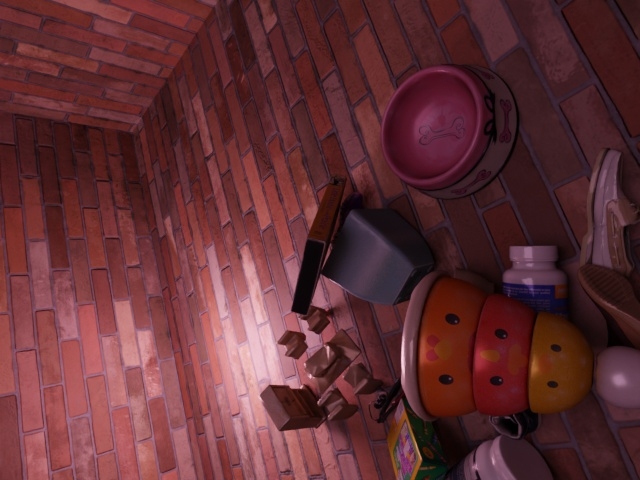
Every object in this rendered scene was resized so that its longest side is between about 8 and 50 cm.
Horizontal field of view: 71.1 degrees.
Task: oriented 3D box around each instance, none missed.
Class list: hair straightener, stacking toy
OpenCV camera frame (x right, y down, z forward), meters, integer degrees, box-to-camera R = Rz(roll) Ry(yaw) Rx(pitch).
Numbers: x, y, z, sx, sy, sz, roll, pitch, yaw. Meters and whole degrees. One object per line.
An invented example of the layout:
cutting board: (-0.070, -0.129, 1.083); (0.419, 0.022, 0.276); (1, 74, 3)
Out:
hair straightener: (0.230, 0.540, 1.539); (0.089, 0.047, 0.230); (48, 127, 35)
stacking toy: (0.442, 0.245, 0.957); (0.480, 0.351, 0.350); (0, 90, 33)

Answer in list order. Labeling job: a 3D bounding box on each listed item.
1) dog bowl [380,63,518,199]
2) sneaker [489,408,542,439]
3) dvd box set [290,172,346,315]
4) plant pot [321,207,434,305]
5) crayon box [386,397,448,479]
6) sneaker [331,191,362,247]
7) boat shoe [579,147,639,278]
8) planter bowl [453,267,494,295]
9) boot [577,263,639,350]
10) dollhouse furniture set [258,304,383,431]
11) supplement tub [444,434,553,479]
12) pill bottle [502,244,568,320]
dog bowl: (0.351, -0.327, 1.325); (0.408, 0.150, 0.407); (1, 92, 46)
sneaker: (0.499, 0.398, 1.169); (0.086, 0.163, 0.226); (-23, 72, 45)
dvd box set: (0.000, 0.000, 1.500); (0.062, 0.420, 0.307); (16, 127, 2)
plant pot: (0.204, 0.067, 1.422); (0.252, 0.247, 0.247); (40, 118, 31)
crayon box: (0.280, 0.630, 1.342); (0.278, 0.081, 0.165); (-97, 21, -73)
sneaker: (0.121, -0.056, 1.612); (0.104, 0.095, 0.236); (30, 117, 36)
boat shoe: (0.676, -0.059, 1.028); (0.103, 0.113, 0.302); (11, 109, 44)
planter bowl: (0.428, 0.162, 1.260); (0.109, 0.162, 0.162); (6, 95, 19)
boot: (0.659, 0.194, 1.004); (0.248, 0.090, 0.207); (-119, 8, -45)
dollhouse furniture set: (0.003, 0.518, 1.692); (0.394, 0.256, 0.362); (-49, 55, 9)
supplement tub: (0.454, 0.660, 1.193); (0.191, 0.191, 0.272); (54, 126, 31)
pill bottle: (0.540, 0.148, 1.130); (0.152, 0.152, 0.272); (0, 91, 46)
